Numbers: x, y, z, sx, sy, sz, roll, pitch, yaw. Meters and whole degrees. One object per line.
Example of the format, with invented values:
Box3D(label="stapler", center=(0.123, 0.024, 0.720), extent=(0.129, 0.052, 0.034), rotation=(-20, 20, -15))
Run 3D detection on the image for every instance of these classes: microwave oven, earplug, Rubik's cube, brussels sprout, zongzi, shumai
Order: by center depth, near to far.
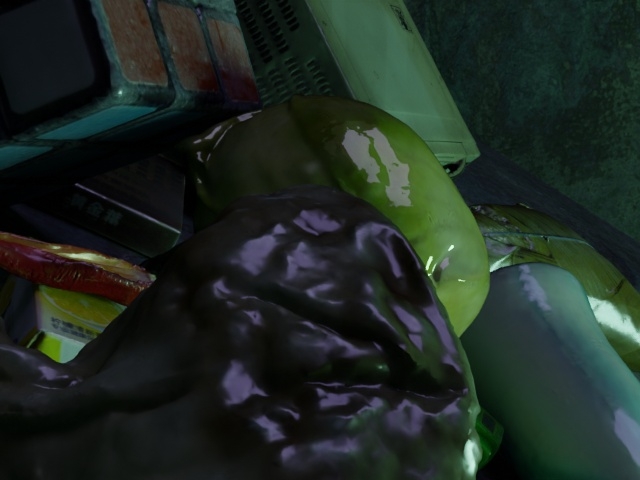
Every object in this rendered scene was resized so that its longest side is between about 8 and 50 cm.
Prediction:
Box3D(label="shumai", center=(-0.103, 0.130, 0.653), extent=(0.289, 0.292, 0.330), rotation=(11, 42, -29))
Box3D(label="Rubik's cube", center=(-0.267, -0.205, 1.143), extent=(0.305, 0.301, 0.303), rotation=(-5, 77, -69))
Box3D(label="brussels sprout", center=(0.002, 0.000, 1.170), extent=(0.294, 0.227, 0.259), rotation=(38, -15, 38))
Box3D(label="earplug", center=(0.250, 0.182, 1.274), extent=(0.185, 0.185, 0.324), rotation=(18, 23, -33))
Box3D(label="microwave oven", center=(-0.008, -0.165, 1.695), extent=(0.333, 0.247, 0.394), rotation=(63, 22, 8))
Box3D(label="zongzi", center=(0.305, 0.093, 1.716), extent=(0.360, 0.160, 0.323), rotation=(41, 24, 22))

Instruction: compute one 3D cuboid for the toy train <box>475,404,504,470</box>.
Box3D(label="toy train", center=(0.092, 0.183, 1.145), extent=(0.119, 0.085, 0.251), rotation=(43, 18, -2))

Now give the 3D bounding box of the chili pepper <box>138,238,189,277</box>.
Box3D(label="chili pepper", center=(-0.136, 0.050, 1.226), extent=(0.088, 0.059, 0.227), rotation=(34, 17, 7))

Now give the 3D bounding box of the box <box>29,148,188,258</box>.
Box3D(label="box", center=(-0.240, -0.080, 1.502), extent=(0.180, 0.047, 0.325), rotation=(25, 15, -12))

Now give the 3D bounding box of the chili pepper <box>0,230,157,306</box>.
Box3D(label="chili pepper", center=(-0.179, 0.018, 0.916), extent=(0.178, 0.027, 0.045), rotation=(18, 13, -33))

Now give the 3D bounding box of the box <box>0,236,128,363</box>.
Box3D(label="box", center=(-0.108, 0.110, 0.977), extent=(0.265, 0.097, 0.168), rotation=(22, 16, -20))
